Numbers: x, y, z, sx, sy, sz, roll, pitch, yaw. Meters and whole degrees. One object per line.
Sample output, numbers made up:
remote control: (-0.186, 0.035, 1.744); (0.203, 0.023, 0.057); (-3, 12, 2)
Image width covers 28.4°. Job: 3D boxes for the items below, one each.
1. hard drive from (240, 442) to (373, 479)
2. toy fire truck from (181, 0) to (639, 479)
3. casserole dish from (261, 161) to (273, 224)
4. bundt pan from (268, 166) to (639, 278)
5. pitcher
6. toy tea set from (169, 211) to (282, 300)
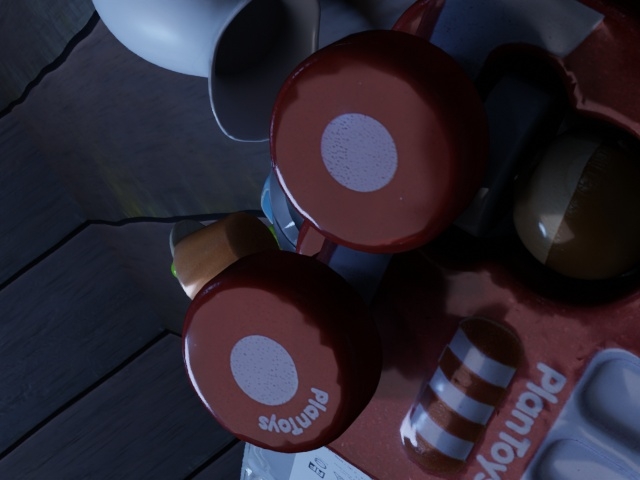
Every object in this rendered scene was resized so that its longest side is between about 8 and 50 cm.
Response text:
hard drive: (0.049, 0.196, 0.913); (0.237, 0.064, 0.339); (38, 155, 13)
toy fire truck: (0.096, 0.021, 0.629); (0.254, 0.169, 0.302); (32, 120, 12)
casserole dish: (0.000, 0.000, 1.218); (0.188, 0.037, 0.114); (52, 165, 7)
bundt pan: (0.082, 0.037, 0.888); (0.331, 0.124, 0.331); (47, 164, 18)
pitcher: (-0.075, -0.192, 0.877); (0.207, 0.126, 0.177); (45, 126, 41)
toy tea set: (-0.002, 0.101, 1.080); (0.124, 0.200, 0.336); (-34, 101, 31)
